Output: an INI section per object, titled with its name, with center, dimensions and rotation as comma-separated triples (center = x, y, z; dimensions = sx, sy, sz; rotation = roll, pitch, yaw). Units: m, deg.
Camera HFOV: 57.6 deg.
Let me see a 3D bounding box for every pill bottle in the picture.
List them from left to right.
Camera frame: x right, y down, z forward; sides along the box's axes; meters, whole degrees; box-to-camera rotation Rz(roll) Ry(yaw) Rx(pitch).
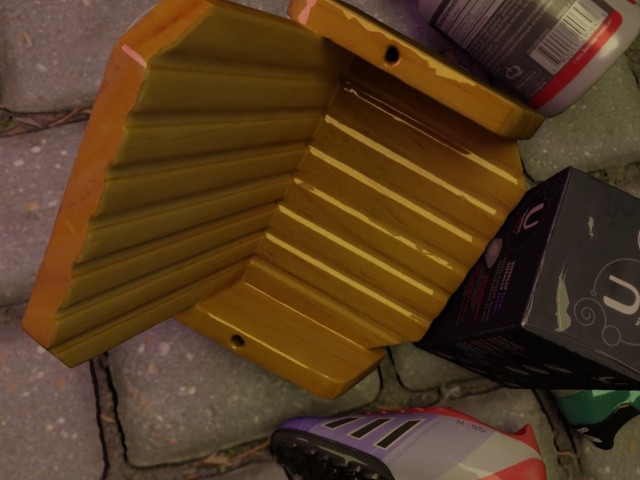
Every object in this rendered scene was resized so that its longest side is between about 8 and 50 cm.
[pill bottle]
center = 0.243, -0.326, 0.772
dimensions = 0.318, 0.176, 0.176
rotation = 39, 73, 0

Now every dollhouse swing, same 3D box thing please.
[dollhouse swing]
center = 0.000, 0.000, 0.501
dimensions = 0.315, 0.305, 0.347
rotation = 29, 112, -1

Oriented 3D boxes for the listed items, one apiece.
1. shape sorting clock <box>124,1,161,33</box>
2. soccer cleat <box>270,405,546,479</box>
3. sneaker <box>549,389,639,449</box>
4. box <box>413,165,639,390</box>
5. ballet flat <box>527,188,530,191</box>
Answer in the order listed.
[shape sorting clock]
center = -0.153, -0.216, 0.740
dimensions = 0.206, 0.040, 0.206
rotation = 2, 76, -10
[soccer cleat]
center = 0.102, 0.237, 0.660
dimensions = 0.318, 0.109, 0.116
rotation = 15, 52, -4
[sneaker]
center = 0.430, 0.149, 0.735
dimensions = 0.302, 0.108, 0.121
rotation = -27, 84, -8
[box]
center = 0.231, 0.059, 0.627
dimensions = 0.143, 0.270, 0.165
rotation = 24, 74, -4
[ballet flat]
center = 0.291, -0.021, 0.761
dimensions = 0.232, 0.073, 0.080
rotation = 36, 72, 0
